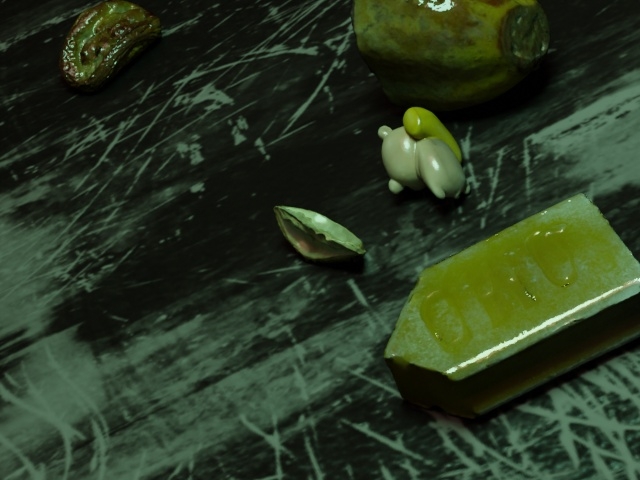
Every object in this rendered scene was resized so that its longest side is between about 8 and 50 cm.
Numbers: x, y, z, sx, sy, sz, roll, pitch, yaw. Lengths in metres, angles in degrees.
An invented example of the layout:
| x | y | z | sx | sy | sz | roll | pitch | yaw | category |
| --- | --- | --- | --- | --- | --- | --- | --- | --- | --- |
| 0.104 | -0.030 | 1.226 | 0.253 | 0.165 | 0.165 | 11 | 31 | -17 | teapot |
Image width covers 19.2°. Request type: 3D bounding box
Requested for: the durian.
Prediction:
| x | y | z | sx | sy | sz | roll | pitch | yaw | category |
| --- | --- | --- | --- | --- | --- | --- | --- | --- | --- |
| 0.006 | -0.009 | 2.031 | 0.130 | 0.066 | 0.052 | 28 | 62 | 32 | durian |

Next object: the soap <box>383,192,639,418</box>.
| x | y | z | sx | sy | sz | roll | pitch | yaw | category |
| --- | --- | --- | --- | --- | --- | --- | --- | --- | --- |
| 0.182 | 0.072 | 1.850 | 0.258 | 0.080 | 0.160 | -26 | 41 | -4 | soap |

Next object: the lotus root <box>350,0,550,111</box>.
| x | y | z | sx | sy | sz | roll | pitch | yaw | category |
| --- | --- | --- | --- | --- | --- | --- | --- | --- | --- |
| 0.158 | -0.248 | 2.108 | 0.180 | 0.199 | 0.188 | 13 | 59 | 41 | lotus root |

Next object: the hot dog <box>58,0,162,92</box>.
| x | y | z | sx | sy | sz | roll | pitch | yaw | category |
| --- | --- | --- | --- | --- | --- | --- | --- | --- | --- |
| -0.270 | -0.252 | 2.416 | 0.147 | 0.065 | 0.099 | -41 | 53 | -22 | hot dog |

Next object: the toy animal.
| x | y | z | sx | sy | sz | roll | pitch | yaw | category |
| --- | --- | --- | --- | --- | --- | --- | --- | --- | --- |
| 0.110 | -0.081 | 2.059 | 0.082 | 0.091 | 0.114 | -31 | 69 | 18 | toy animal |
